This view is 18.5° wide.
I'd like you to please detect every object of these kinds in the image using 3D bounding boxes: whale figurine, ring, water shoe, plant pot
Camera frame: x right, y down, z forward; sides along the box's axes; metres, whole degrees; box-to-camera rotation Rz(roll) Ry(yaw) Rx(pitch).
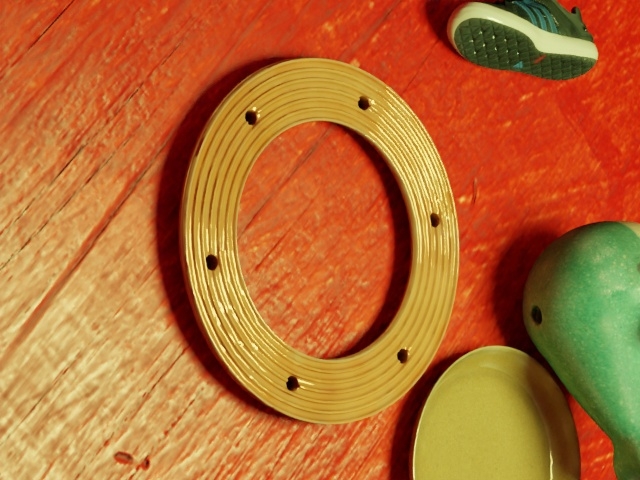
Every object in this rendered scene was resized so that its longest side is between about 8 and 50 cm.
[{"bbox_3d":[0.281,0.116,1.930,0.141,0.216,0.272,-3,75,-24],"label":"whale figurine"},{"bbox_3d":[0.000,0.000,1.801,0.337,0.032,0.336,4,84,-42],"label":"ring"},{"bbox_3d":[0.195,-0.216,1.981,0.203,0.073,0.080,14,55,-44],"label":"water shoe"},{"bbox_3d":[0.165,0.222,1.924,0.236,0.032,0.236,6,81,-41],"label":"plant pot"}]
